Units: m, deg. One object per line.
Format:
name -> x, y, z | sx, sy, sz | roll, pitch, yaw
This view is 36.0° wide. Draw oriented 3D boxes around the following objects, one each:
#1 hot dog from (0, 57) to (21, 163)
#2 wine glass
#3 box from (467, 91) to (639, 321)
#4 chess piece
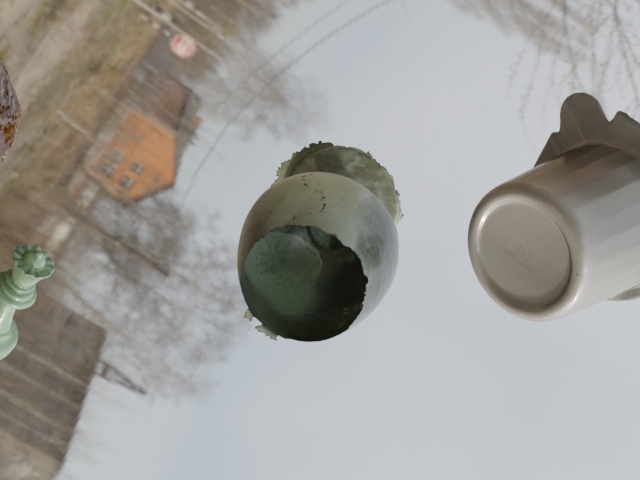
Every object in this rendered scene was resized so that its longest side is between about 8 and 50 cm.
hot dog -> -0.363, -0.140, 0.897 | 0.160, 0.099, 0.227 | -38, 159, -17
wine glass -> 0.000, 0.000, 1.408 | 0.238, 0.238, 0.323 | -50, -176, 23
box -> 0.316, -0.031, 1.259 | 0.206, 0.291, 0.262 | -21, -167, -41
chess piece -> -0.199, 0.037, 0.631 | 0.093, 0.042, 0.042 | -47, -162, 32
